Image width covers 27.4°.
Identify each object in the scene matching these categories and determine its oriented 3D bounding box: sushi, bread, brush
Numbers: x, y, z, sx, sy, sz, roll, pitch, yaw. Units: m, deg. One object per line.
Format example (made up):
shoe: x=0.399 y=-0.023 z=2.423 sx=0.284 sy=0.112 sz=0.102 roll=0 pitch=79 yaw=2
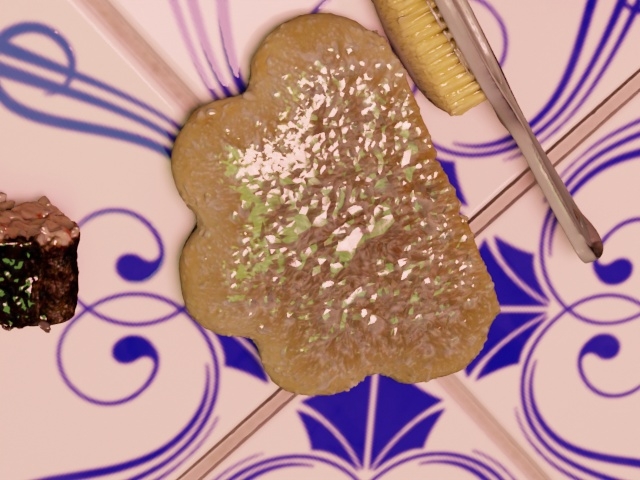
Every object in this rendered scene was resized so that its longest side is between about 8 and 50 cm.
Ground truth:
sushi: x=-0.230 y=0.013 z=0.839 sx=0.150 sy=0.090 sz=0.078 roll=0 pitch=111 yaw=-14
bread: x=0.000 y=0.000 z=0.905 sx=0.207 sy=0.056 sz=0.286 roll=-30 pitch=110 yaw=-3
brush: x=0.106 y=-0.093 z=0.898 sx=0.060 sy=0.068 sz=0.297 roll=-25 pitch=114 yaw=18
